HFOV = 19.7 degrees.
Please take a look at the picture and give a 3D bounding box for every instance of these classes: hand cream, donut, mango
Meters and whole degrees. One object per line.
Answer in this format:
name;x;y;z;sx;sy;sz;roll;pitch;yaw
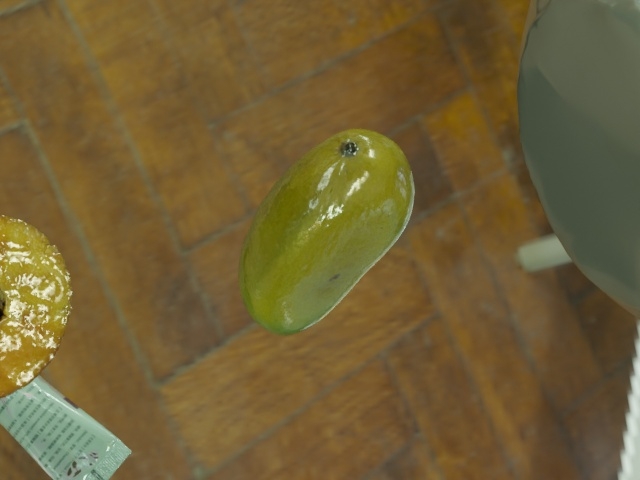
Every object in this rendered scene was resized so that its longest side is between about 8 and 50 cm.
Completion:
hand cream;-0.339;0.135;1.888;0.331;0.085;0.058;43;12;8
donut;-0.272;0.052;1.463;0.152;0.058;0.151;-1;92;-23
mango;-0.004;-0.002;1.648;0.137;0.237;0.091;9;37;-42

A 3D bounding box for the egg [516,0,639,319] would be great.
egg;0.167;-0.058;0.503;0.232;0.176;0.176;-25;95;-19
